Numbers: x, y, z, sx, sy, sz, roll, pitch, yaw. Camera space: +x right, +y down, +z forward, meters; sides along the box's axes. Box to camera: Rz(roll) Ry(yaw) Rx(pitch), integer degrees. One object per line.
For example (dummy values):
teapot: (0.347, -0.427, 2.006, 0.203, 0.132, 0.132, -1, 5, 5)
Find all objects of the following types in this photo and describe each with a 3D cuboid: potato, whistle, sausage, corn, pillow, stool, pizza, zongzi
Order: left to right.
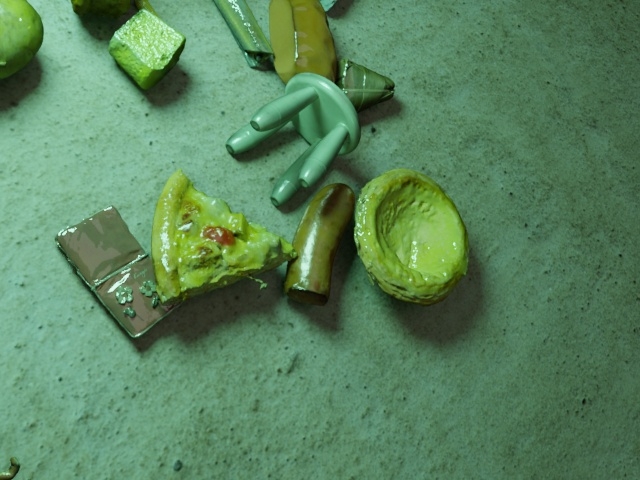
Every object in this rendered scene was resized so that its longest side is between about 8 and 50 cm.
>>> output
potato: (-0.594, -0.349, 1.218, 0.197, 0.148, 0.228, 38, 58, 0)
pillow: (-0.357, 0.055, 1.300, 0.126, 0.043, 0.232, -40, 96, -32)
corn: (-0.347, -0.458, 1.463, 0.027, 0.028, 0.083, -41, 102, -37)
whistle: (-0.201, -0.521, 1.542, 0.057, 0.068, 0.326, -34, 95, -54)
pizza: (-0.175, -0.006, 1.366, 0.288, 0.075, 0.280, 3, 59, -25)
stool: (-0.048, -0.208, 1.463, 0.195, 0.195, 0.199, 50, 60, -8)
sausage: (-0.040, -0.433, 1.576, 0.136, 0.120, 0.241, -1, 76, -45)
sausage: (-0.001, 0.000, 1.488, 0.109, 0.109, 0.270, 29, 64, -20)
zongzi: (0.088, -0.306, 1.644, 0.160, 0.078, 0.176, 14, 80, -26)

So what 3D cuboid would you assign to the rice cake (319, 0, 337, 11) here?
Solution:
rice cake: (0.041, -0.620, 1.709, 0.069, 0.063, 0.206, 38, 61, -9)

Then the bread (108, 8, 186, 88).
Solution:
bread: (-0.331, -0.362, 1.396, 0.114, 0.111, 0.129, 42, 62, -8)

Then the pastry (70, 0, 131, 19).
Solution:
pastry: (-0.408, -0.504, 1.350, 0.103, 0.189, 0.188, -1, 76, -25)

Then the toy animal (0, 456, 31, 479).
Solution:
toy animal: (-0.531, 0.337, 1.118, 0.099, 0.057, 0.241, -34, 95, -26)

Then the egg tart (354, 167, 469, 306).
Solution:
egg tart: (0.185, -0.003, 1.583, 0.315, 0.120, 0.315, 10, 71, -29)
